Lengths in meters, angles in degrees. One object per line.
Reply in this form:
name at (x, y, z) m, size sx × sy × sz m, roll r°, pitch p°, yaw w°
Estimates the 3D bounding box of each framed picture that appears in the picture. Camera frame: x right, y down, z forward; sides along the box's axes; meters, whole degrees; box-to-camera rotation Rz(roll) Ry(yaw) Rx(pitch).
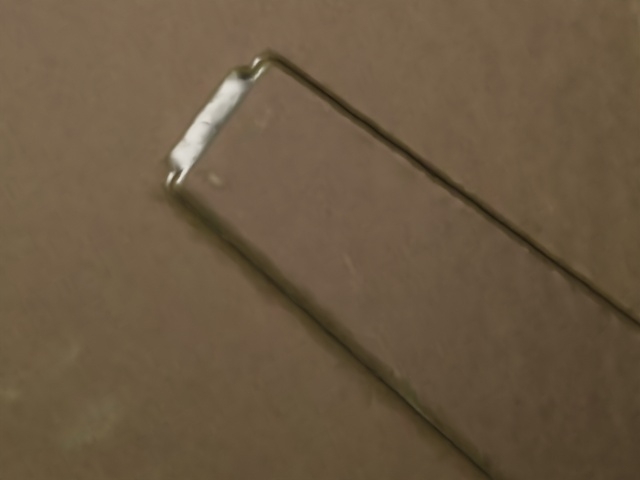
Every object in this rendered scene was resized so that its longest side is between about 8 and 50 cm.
framed picture at (0.000, 0.000, 0.391) m, size 0.211 × 0.020 × 0.289 m, roll -22°, pitch 101°, yaw -15°
